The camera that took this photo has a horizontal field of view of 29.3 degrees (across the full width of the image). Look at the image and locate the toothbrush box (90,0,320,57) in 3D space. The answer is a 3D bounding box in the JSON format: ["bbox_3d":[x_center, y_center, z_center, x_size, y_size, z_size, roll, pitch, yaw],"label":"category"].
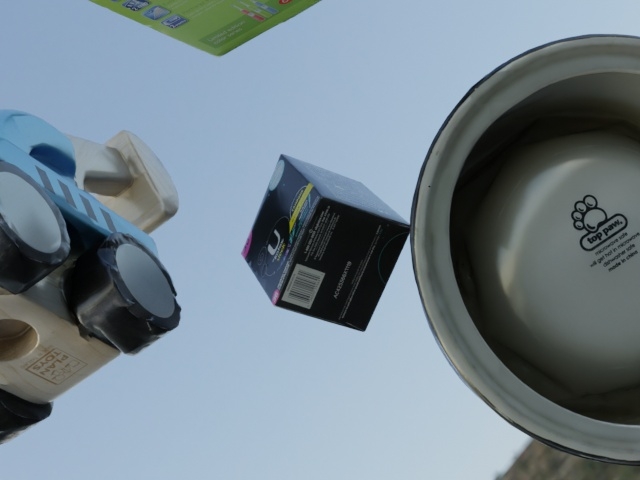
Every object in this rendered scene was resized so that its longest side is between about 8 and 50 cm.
[{"bbox_3d":[-0.094,-0.258,0.853,0.206,0.122,0.283,-24,-22,30],"label":"toothbrush box"}]

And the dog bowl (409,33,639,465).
[{"bbox_3d":[0.274,0.016,1.197,0.408,0.408,0.150,-45,-3,-13],"label":"dog bowl"}]

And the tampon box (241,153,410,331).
[{"bbox_3d":[0.000,0.000,1.236,0.101,0.161,0.120,18,-78,-22],"label":"tampon box"}]

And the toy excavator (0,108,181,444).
[{"bbox_3d":[-0.280,-0.025,1.253,0.222,0.445,0.433,-35,-43,18],"label":"toy excavator"}]
